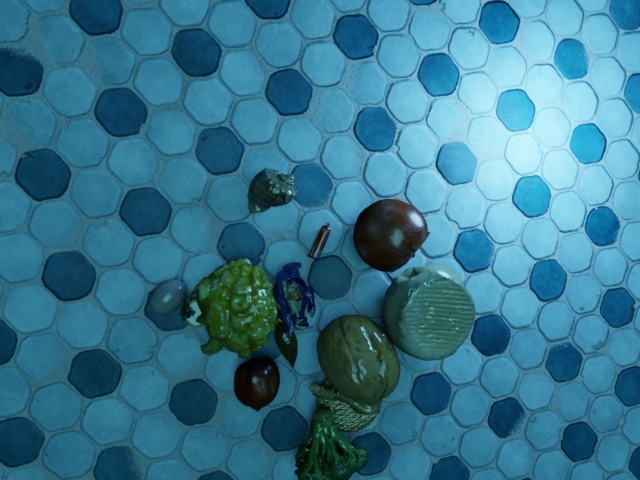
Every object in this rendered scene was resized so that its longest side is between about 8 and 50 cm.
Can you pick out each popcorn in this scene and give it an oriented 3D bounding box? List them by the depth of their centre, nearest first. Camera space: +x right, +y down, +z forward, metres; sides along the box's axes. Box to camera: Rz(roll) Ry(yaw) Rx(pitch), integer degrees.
[{"bbox_3d":[-0.265,0.233,1.480,0.274,0.279,0.335,-13,81,-37],"label":"popcorn"}]

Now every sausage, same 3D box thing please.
[{"bbox_3d":[0.000,0.000,1.634,0.050,0.048,0.145,22,87,29],"label":"sausage"}]

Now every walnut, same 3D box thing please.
[{"bbox_3d":[0.133,0.410,1.536,0.252,0.277,0.313,-31,58,7],"label":"walnut"}]

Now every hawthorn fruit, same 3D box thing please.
[{"bbox_3d":[-0.218,0.508,1.555,0.169,0.169,0.188,-9,92,-9],"label":"hawthorn fruit"}]

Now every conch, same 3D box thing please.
[{"bbox_3d":[-0.180,-0.179,1.585,0.207,0.130,0.155,-37,63,15],"label":"conch"}]

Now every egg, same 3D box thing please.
[{"bbox_3d":[-0.522,0.193,1.520,0.103,0.103,0.135,44,80,-8],"label":"egg"}]

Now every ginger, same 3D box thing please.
[{"bbox_3d":[0.095,0.570,1.615,0.288,0.075,0.089,18,121,-9],"label":"ginger"}]

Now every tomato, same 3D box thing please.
[{"bbox_3d":[0.239,-0.026,1.566,0.265,0.265,0.265,0,92,-9],"label":"tomato"}]

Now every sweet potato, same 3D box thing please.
[{"bbox_3d":[-0.133,0.336,1.606,0.075,0.075,0.269,-22,91,-8],"label":"sweet potato"}]

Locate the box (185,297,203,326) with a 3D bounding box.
[{"bbox_3d":[-0.431,0.254,1.571,0.105,0.037,0.105,0,92,-9],"label":"box"}]

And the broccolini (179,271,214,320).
[{"bbox_3d":[-0.431,0.185,1.531,0.052,0.054,0.194,27,84,11],"label":"broccolini"}]

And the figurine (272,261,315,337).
[{"bbox_3d":[-0.100,0.212,1.592,0.164,0.120,0.262,-16,104,-48],"label":"figurine"}]

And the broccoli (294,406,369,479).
[{"bbox_3d":[0.031,0.731,1.561,0.269,0.254,0.269,2,83,-12],"label":"broccoli"}]

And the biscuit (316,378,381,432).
[{"bbox_3d":[0.109,0.598,1.671,0.254,0.035,0.254,0,91,-8],"label":"biscuit"}]

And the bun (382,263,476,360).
[{"bbox_3d":[0.382,0.251,1.626,0.359,0.211,0.360,-3,103,-11],"label":"bun"}]
